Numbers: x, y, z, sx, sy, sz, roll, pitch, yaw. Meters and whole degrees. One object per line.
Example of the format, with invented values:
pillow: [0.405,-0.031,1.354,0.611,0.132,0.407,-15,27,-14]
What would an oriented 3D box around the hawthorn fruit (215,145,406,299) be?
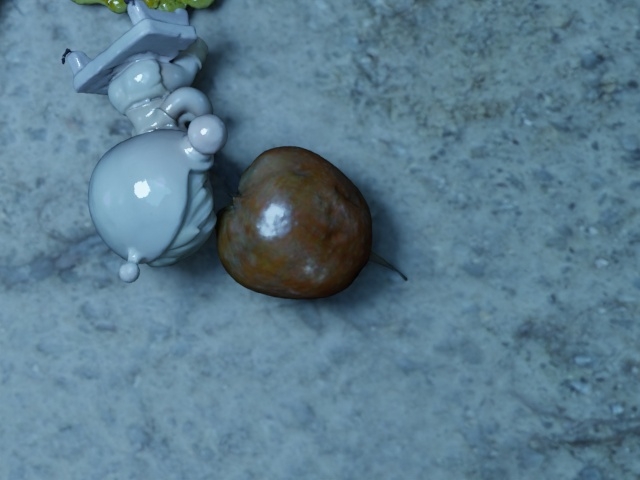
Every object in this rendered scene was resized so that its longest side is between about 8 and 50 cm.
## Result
hawthorn fruit: [-0.009,-0.015,1.527,0.189,0.149,0.149,5,84,4]

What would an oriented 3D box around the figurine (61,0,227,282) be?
figurine: [-0.159,-0.086,1.518,0.182,0.144,0.257,-18,70,24]

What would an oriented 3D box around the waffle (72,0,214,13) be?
waffle: [-0.176,-0.359,1.618,0.291,0.051,0.291,0,85,6]
